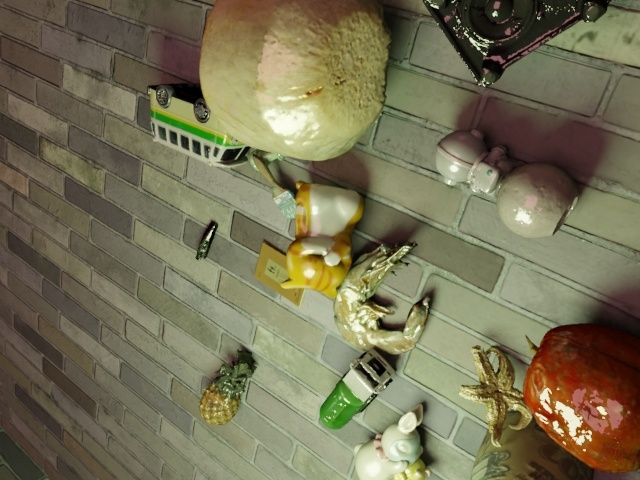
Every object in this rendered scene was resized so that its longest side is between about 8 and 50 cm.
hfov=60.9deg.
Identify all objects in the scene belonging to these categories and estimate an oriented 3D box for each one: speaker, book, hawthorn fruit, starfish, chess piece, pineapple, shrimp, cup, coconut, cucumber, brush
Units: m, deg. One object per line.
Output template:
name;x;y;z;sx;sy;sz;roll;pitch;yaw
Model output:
speaker;0.313;-0.412;0.882;0.232;0.254;0.184;-29;110;37
book;-0.106;0.093;1.494;0.172;0.012;0.118;31;119;24
hawthorn fruit;0.498;0.278;0.973;0.262;0.258;0.258;21;115;11
starfish;0.363;0.318;1.129;0.150;0.053;0.209;3;62;13
chess piece;-0.108;-0.224;1.383;0.149;0.059;0.059;-17;93;33
pineapple;-0.279;0.443;1.654;0.128;0.128;0.248;39;116;21
shrimp;0.152;0.138;1.287;0.247;0.085;0.360;39;128;16
cup;0.406;0.541;1.109;0.227;0.257;0.301;4;107;37
coconut;-0.055;-0.368;1.128;0.415;0.345;0.415;1;91;50
cucumber;-0.341;0.002;1.622;0.033;0.034;0.134;38;121;27
brush;-0.115;-0.140;1.394;0.070;0.021;0.196;-24;107;38

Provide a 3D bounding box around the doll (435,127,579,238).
doll;0.339;-0.120;1.044;0.287;0.151;0.151;37;121;25

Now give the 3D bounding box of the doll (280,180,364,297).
doll;0.004;-0.012;1.267;0.167;0.162;0.269;12;79;-5

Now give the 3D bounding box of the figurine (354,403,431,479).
figurine;0.196;0.519;1.332;0.235;0.127;0.155;-51;55;31

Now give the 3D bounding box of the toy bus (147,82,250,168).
toy bus;-0.310;-0.305;1.447;0.305;0.143;0.179;24;118;27

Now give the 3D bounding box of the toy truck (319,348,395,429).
toy truck;0.082;0.378;1.356;0.101;0.125;0.242;45;135;18
